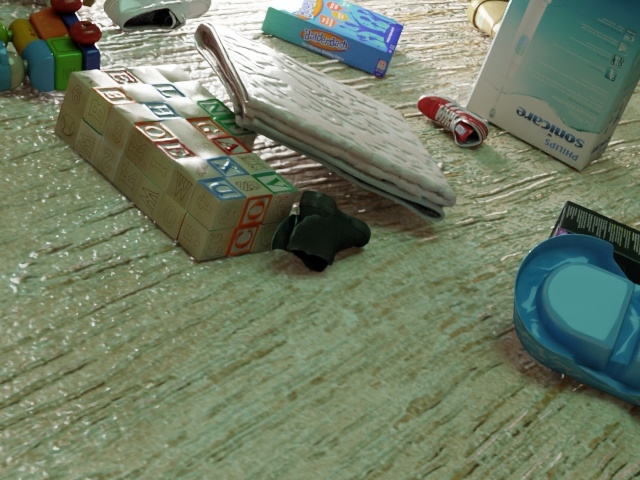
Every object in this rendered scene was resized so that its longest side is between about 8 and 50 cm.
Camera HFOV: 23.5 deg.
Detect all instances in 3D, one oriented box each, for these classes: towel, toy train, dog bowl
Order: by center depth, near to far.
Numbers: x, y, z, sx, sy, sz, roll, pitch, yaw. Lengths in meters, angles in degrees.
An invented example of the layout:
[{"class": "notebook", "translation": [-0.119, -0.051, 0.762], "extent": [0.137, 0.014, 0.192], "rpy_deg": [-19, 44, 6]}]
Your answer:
[{"class": "dog bowl", "translation": [0.362, 0.108, 1.812], "extent": [0.297, 0.074, 0.166], "rpy_deg": [23, 62, 3]}, {"class": "toy train", "translation": [-0.385, -0.274, 2.022], "extent": [0.143, 0.105, 0.248], "rpy_deg": [-9, 38, -23]}, {"class": "towel", "translation": [0.002, -0.164, 2.044], "extent": [0.332, 0.053, 0.317], "rpy_deg": [25, 18, -25]}]

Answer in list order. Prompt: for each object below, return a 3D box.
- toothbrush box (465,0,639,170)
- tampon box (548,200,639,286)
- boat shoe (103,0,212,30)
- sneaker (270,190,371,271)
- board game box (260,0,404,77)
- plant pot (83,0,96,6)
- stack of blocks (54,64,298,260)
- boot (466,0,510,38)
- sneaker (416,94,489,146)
[{"class": "toothbrush box", "translation": [0.385, -0.291, 2.363], "extent": [0.216, 0.295, 0.126], "rpy_deg": [30, 28, 17]}, {"class": "tampon box", "translation": [0.355, 0.046, 1.929], "extent": [0.161, 0.120, 0.101], "rpy_deg": [24, 27, 5]}, {"class": "boat shoe", "translation": [-0.230, -0.338, 2.272], "extent": [0.184, 0.066, 0.063], "rpy_deg": [-5, 52, -44]}, {"class": "sneaker", "translation": [0.002, 0.000, 1.837], "extent": [0.051, 0.089, 0.170], "rpy_deg": [3, -20, 31]}, {"class": "board game box", "translation": [0.022, -0.342, 2.464], "extent": [0.210, 0.047, 0.160], "rpy_deg": [20, 28, 0]}, {"class": "plant pot", "translation": [-0.407, -0.454, 2.215], "extent": [0.254, 0.237, 0.237], "rpy_deg": [34, 26, -10]}, {"class": "stack of blocks", "translation": [-0.163, -0.101, 1.865], "extent": [0.171, 0.087, 0.297], "rpy_deg": [-10, 41, -45]}, {"class": "boot", "translation": [0.406, -0.337, 2.692], "extent": [0.236, 0.089, 0.269], "rpy_deg": [-7, 37, -25]}, {"class": "sneaker", "translation": [0.196, -0.179, 2.302], "extent": [0.118, 0.042, 0.067], "rpy_deg": [25, 25, 2]}]
